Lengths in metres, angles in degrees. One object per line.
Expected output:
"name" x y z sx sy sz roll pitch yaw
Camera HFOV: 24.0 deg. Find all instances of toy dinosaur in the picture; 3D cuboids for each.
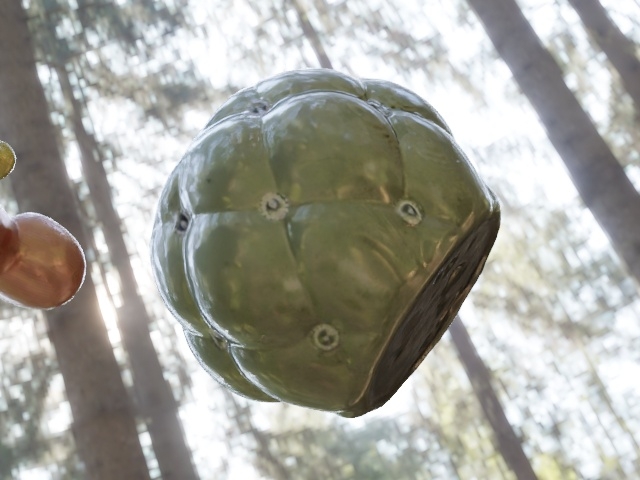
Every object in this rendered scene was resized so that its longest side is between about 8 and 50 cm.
"toy dinosaur" -0.231 0.012 0.913 0.177 0.194 0.152 27 -96 -13

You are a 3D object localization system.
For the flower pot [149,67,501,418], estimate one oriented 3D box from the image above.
"flower pot" 0.000 0.000 1.057 0.246 0.195 0.246 -50 -18 -23
